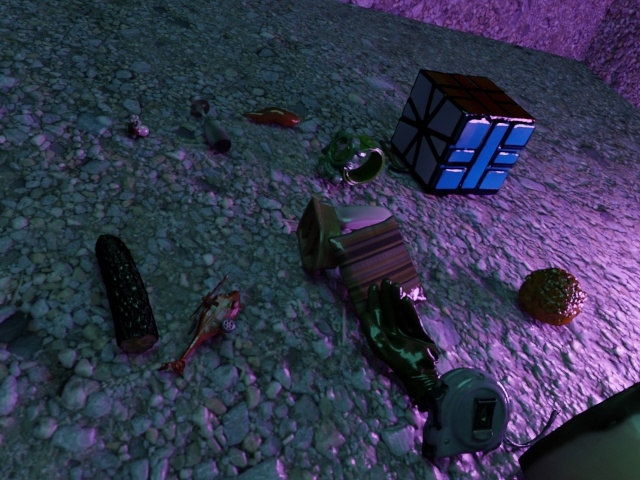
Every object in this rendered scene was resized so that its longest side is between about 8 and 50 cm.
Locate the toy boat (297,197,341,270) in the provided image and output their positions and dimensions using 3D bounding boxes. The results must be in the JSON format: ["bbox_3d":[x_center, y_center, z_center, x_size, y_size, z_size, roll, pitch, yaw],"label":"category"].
[{"bbox_3d":[0.000,0.000,1.222,0.061,0.116,0.188,12,38,-20],"label":"toy boat"}]

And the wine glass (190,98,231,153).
[{"bbox_3d":[-0.306,-0.316,1.515,0.066,0.066,0.198,-8,48,-31],"label":"wine glass"}]

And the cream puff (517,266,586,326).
[{"bbox_3d":[0.566,0.128,1.315,0.150,0.115,0.165,23,37,8],"label":"cream puff"}]

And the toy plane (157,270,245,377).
[{"bbox_3d":[-0.200,0.157,0.958,0.077,0.126,0.194,44,34,-15],"label":"toy plane"}]

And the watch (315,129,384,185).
[{"bbox_3d":[0.088,-0.222,1.531,0.152,0.165,0.131,19,28,-44],"label":"watch"}]

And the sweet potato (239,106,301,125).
[{"bbox_3d":[-0.154,-0.383,1.670,0.195,0.056,0.056,0,42,-17],"label":"sweet potato"}]

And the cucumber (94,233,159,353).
[{"bbox_3d":[-0.364,0.080,0.996,0.072,0.072,0.300,-7,45,-30],"label":"cucumber"}]

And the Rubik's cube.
[{"bbox_3d":[0.426,-0.327,1.671,0.283,0.288,0.293,0,40,-25],"label":"Rubik's cube"}]

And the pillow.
[{"bbox_3d":[0.128,0.066,1.188,0.208,0.052,0.212,-19,86,-37],"label":"pillow"}]

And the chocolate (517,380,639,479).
[{"bbox_3d":[0.512,0.395,0.832,0.326,0.314,0.297,-6,53,-34],"label":"chocolate"}]

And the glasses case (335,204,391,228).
[{"bbox_3d":[0.109,-0.061,1.401,0.164,0.041,0.063,-6,43,-29],"label":"glasses case"}]

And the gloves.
[{"bbox_3d":[0.160,0.201,1.058,0.135,0.107,0.268,-10,64,-22],"label":"gloves"}]

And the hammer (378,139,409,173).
[{"bbox_3d":[0.220,-0.270,1.726,0.062,0.017,0.182,2,40,-23],"label":"hammer"}]

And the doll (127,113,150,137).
[{"bbox_3d":[-0.490,-0.305,1.435,0.058,0.040,0.085,-9,50,-50],"label":"doll"}]

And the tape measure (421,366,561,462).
[{"bbox_3d":[0.337,0.304,0.976,0.330,0.164,0.084,-1,7,-21],"label":"tape measure"}]
